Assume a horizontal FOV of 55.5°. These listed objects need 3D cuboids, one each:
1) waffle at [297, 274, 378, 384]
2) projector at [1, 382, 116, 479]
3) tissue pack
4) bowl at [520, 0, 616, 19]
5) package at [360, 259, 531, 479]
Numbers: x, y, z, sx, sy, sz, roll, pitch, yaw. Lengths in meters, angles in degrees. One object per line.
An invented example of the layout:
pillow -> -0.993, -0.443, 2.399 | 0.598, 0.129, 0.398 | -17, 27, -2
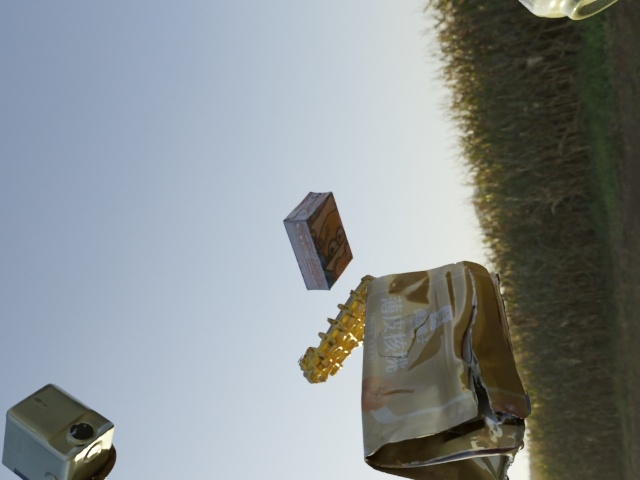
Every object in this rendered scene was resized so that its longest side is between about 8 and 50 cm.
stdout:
waffle -> 0.036, 0.157, 1.036 | 0.192, 0.046, 0.160 | -33, -39, -40
projector -> -0.594, 0.474, 1.402 | 0.163, 0.243, 0.177 | -33, -33, -57
tissue pack -> 0.000, 0.000, 1.127 | 0.115, 0.065, 0.155 | -50, -52, -46
bowl -> 0.320, -0.343, 0.722 | 0.112, 0.211, 0.211 | 63, -164, 10
package -> 0.181, 0.159, 0.844 | 0.311, 0.222, 0.165 | -81, 11, -52
